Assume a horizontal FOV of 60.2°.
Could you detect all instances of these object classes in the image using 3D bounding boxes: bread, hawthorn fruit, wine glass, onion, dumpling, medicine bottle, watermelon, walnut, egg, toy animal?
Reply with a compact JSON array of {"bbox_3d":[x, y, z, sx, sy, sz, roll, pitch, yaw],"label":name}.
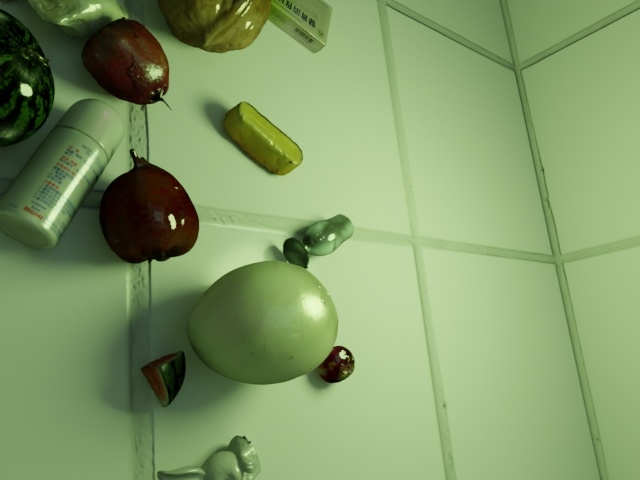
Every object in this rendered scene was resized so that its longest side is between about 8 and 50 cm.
[{"bbox_3d":[-0.160,-0.281,1.537,0.245,0.094,0.102,38,45,-26],"label":"bread"},{"bbox_3d":[-0.433,-0.389,1.282,0.235,0.181,0.181,53,49,-14],"label":"hawthorn fruit"},{"bbox_3d":[0.000,0.000,1.569,0.222,0.103,0.103,-30,96,-42],"label":"wine glass"},{"bbox_3d":[0.041,0.335,1.499,0.107,0.097,0.107,-12,111,-32],"label":"onion"},{"bbox_3d":[-0.561,-0.555,1.264,0.179,0.131,0.252,42,37,5],"label":"dumpling"},{"bbox_3d":[-0.524,-0.154,1.143,0.130,0.130,0.341,36,55,-26],"label":"medicine bottle"},{"bbox_3d":[-0.374,-0.075,1.195,0.208,0.208,0.248,-6,88,-42],"label":"hawthorn fruit"},{"bbox_3d":[-0.639,-0.305,1.022,0.269,0.269,0.269,15,66,-37],"label":"watermelon"},{"bbox_3d":[-0.274,-0.651,1.436,0.306,0.306,0.344,17,71,-36],"label":"walnut"},{"bbox_3d":[-0.341,0.281,1.187,0.094,0.135,0.125,15,63,4],"label":"watermelon"},{"bbox_3d":[-0.131,0.189,1.268,0.345,0.283,0.283,-5,79,-36],"label":"egg"},{"bbox_3d":[-0.230,0.514,1.175,0.220,0.130,0.104,-19,130,-42],"label":"toy animal"}]

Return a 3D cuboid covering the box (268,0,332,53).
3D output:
[{"bbox_3d":[-0.084,-0.751,1.784,0.260,0.062,0.175,27,59,-32],"label":"box"}]
